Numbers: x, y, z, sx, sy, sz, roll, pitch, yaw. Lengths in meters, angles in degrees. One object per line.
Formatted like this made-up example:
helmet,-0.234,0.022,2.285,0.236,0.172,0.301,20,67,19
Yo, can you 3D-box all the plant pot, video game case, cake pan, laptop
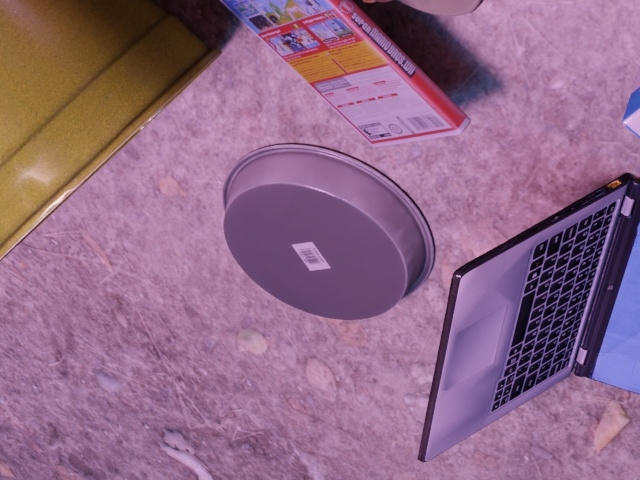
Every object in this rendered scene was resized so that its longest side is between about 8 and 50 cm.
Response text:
plant pot,-0.365,-0.219,1.882,0.353,0.366,0.366,47,139,-6
video game case,0.017,-0.211,1.838,0.285,0.025,0.204,42,161,-20
cake pan,0.000,0.000,2.124,0.293,0.054,0.293,16,141,13
laptop,0.360,0.139,1.946,0.236,0.408,0.382,47,151,30

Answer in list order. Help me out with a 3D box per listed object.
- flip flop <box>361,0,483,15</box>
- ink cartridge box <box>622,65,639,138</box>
flip flop,0.042,-0.298,1.738,0.277,0.080,0.112,22,142,5
ink cartridge box,0.389,-0.152,1.620,0.139,0.191,0.082,36,139,-13
